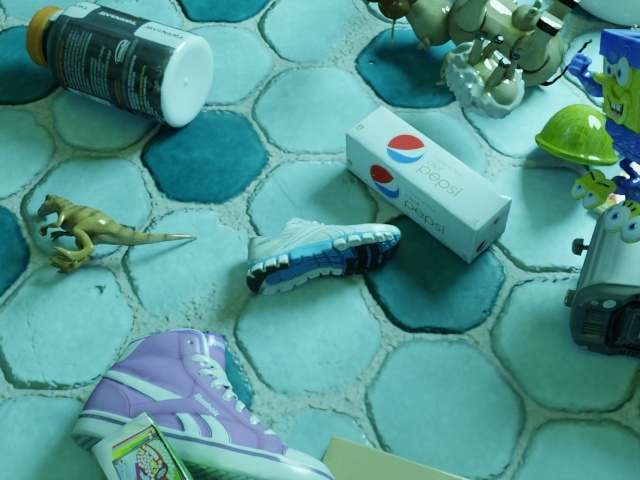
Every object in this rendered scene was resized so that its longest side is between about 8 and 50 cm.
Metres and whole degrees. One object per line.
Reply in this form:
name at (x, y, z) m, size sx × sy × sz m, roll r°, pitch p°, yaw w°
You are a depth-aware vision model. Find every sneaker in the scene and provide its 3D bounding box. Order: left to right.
sneaker at (-0.101, 0.169, 0.810) m, size 0.282 × 0.102 × 0.161 m, roll 14°, pitch 54°, yaw 17°
sneaker at (0.000, 0.000, 0.943) m, size 0.191 × 0.071 × 0.082 m, roll -11°, pitch 50°, yaw -4°

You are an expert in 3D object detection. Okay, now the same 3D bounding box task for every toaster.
toaster at (0.383, 0.047, 0.846) m, size 0.227 × 0.129 × 0.146 m, roll 8°, pitch 54°, yaw 18°

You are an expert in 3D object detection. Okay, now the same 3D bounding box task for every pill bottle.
pill bottle at (-0.282, -0.251, 1.092) m, size 0.246 × 0.130 × 0.130 m, roll 21°, pitch 60°, yaw 16°

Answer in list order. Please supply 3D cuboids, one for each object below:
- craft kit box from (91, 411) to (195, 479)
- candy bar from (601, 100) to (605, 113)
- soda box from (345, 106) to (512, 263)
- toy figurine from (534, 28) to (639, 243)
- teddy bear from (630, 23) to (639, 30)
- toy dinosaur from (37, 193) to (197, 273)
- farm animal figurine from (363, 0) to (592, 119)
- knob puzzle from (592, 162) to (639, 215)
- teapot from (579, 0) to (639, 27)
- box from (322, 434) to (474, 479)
craft kit box at (-0.073, 0.287, 0.641) m, size 0.061 × 0.249 × 0.246 m, roll -30°, pitch 59°, yaw -15°
candy bar at (0.445, -0.152, 1.030) m, size 0.162 × 0.040 × 0.018 m, roll 20°, pitch 86°, yaw 21°
soda box at (0.128, -0.072, 0.978) m, size 0.069 × 0.074 × 0.216 m, roll -39°, pitch 62°, yaw -21°
toy figurine at (0.362, -0.159, 0.849) m, size 0.191 × 0.217 × 0.362 m, roll -6°, pitch 23°, yaw -1°
teddy bear at (0.578, -0.244, 1.044) m, size 0.338 × 0.113 × 0.245 m, roll -19°, pitch 44°, yaw 8°
toy dinosaur at (-0.274, -0.011, 0.969) m, size 0.212 × 0.064 × 0.112 m, roll 19°, pitch 58°, yaw 15°
farm animal figurine at (0.217, -0.328, 1.105) m, size 0.330 × 0.172 × 0.327 m, roll -35°, pitch 73°, yaw -28°
knob puzzle at (0.463, -0.058, 0.975) m, size 0.213 × 0.030 × 0.213 m, roll -2°, pitch 55°, yaw 3°
teapot at (0.482, -0.451, 1.148) m, size 0.253 × 0.187 × 0.256 m, roll -7°, pitch 55°, yaw -1°
box at (0.078, 0.293, 0.766) m, size 0.201 × 0.021 × 0.164 m, roll 15°, pitch 58°, yaw 14°
